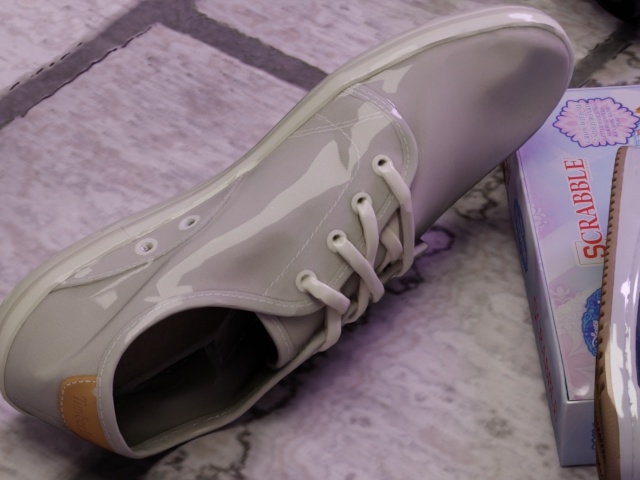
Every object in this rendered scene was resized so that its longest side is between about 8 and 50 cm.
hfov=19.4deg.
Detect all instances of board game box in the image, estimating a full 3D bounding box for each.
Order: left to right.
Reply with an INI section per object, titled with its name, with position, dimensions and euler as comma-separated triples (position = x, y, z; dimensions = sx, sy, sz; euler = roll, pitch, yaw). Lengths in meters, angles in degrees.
[board game box]
position = 0.298, 0.008, 1.281
dimensions = 0.318, 0.066, 0.318
euler = -3, 42, -1

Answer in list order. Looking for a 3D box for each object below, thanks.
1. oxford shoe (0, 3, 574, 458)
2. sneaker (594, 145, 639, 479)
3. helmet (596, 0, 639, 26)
[oxford shoe]
position = 0.000, 0.000, 1.220
dimensions = 0.449, 0.169, 0.130
euler = -33, 48, -17
[sneaker]
position = 0.245, 0.043, 1.123
dimensions = 0.153, 0.099, 0.282
euler = 5, 41, 10
[helmet]
position = 0.281, -0.274, 1.522
dimensions = 0.161, 0.169, 0.169
euler = -38, 50, -8
